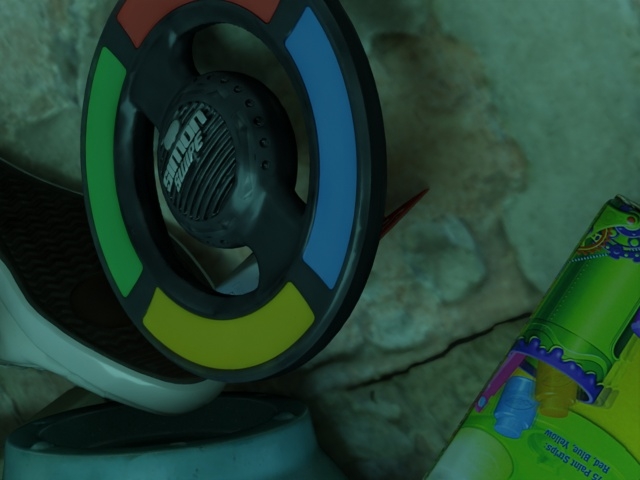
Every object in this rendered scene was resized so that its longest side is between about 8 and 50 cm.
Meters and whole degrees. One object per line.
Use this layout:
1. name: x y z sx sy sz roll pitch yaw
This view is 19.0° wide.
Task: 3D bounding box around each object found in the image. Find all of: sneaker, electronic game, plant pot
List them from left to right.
1. sneaker: -0.160 0.038 1.145 0.290 0.106 0.123 32 138 31
2. plant pot: -0.084 0.195 1.089 0.293 0.293 0.196 -1 96 38
3. electronic game: -0.050 -0.041 0.978 0.229 0.048 0.229 7 99 47

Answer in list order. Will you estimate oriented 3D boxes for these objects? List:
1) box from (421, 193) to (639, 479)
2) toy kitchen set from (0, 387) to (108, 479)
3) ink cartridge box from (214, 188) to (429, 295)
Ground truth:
1. box: 0.168 0.189 0.819 0.290 0.279 0.177 32 163 12
2. toy kitchen set: -0.188 0.199 1.291 0.166 0.122 0.207 58 155 -12
3. ink cartridge box: 0.000 0.000 1.014 0.029 0.063 0.115 51 135 -6
